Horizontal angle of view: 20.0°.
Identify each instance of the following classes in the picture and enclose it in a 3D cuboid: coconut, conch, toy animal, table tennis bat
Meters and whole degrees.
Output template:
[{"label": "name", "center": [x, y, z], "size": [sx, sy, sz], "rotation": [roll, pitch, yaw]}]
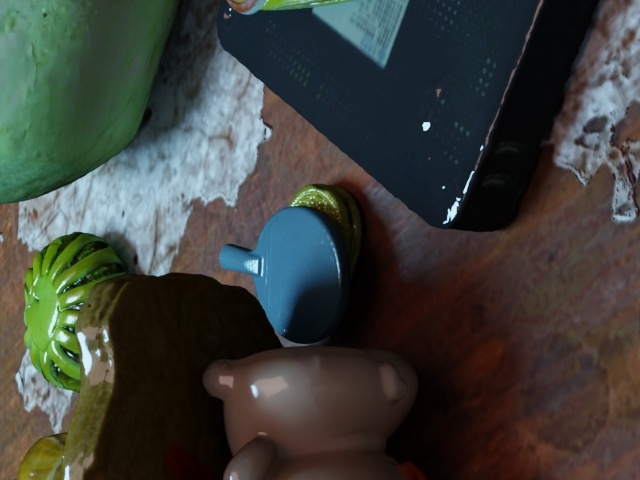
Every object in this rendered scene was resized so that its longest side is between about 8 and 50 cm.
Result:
[{"label": "coconut", "center": [-0.262, -0.203, 1.514], "size": [0.328, 0.281, 0.328], "rotation": [17, -90, -89]}, {"label": "conch", "center": [-0.221, 0.221, 1.569], "size": [0.330, 0.093, 0.109], "rotation": [153, 100, -72]}, {"label": "toy animal", "center": [0.008, 0.168, 1.184], "size": [0.171, 0.171, 0.197], "rotation": [-30, 63, 49]}, {"label": "table tennis bat", "center": [-0.027, 0.023, 1.331], "size": [0.155, 0.019, 0.100], "rotation": [10, 101, 54]}]

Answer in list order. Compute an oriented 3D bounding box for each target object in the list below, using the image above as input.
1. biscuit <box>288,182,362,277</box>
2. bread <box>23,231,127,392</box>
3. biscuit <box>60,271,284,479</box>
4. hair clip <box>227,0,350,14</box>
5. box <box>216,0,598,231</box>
[{"label": "biscuit", "center": [0.000, 0.000, 1.331], "size": [0.084, 0.023, 0.084], "rotation": [-10, 78, 54]}, {"label": "bread", "center": [-0.217, 0.062, 1.587], "size": [0.130, 0.071, 0.139], "rotation": [26, 107, 48]}, {"label": "biscuit", "center": [-0.080, 0.151, 1.232], "size": [0.049, 0.273, 0.257], "rotation": [-4, 75, 27]}, {"label": "hair clip", "center": [-0.025, -0.189, 1.289], "size": [0.188, 0.033, 0.060], "rotation": [13, 100, 54]}, {"label": "box", "center": [0.048, -0.168, 1.261], "size": [0.350, 0.058, 0.211], "rotation": [42, 118, 48]}]
